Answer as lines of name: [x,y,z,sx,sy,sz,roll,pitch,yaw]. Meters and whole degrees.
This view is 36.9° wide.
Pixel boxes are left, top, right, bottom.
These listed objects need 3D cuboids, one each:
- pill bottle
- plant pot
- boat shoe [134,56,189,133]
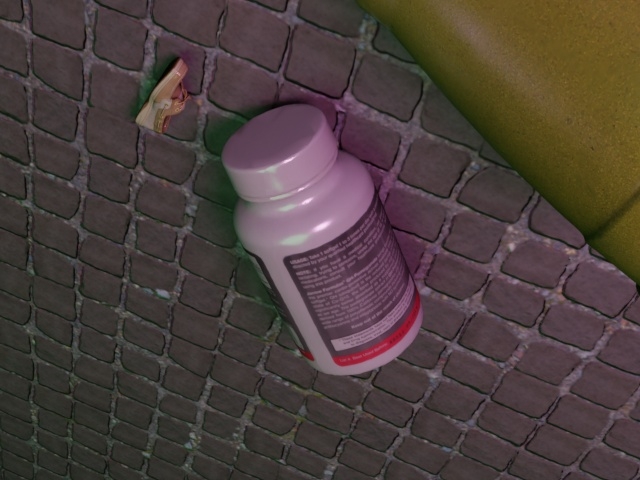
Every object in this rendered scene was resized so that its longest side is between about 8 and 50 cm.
pill bottle: [0.000,0.000,1.173,0.176,0.176,0.318,-3,130,28]
plant pot: [0.229,-0.199,0.774,0.353,0.366,0.366,36,138,6]
boat shoe: [-0.187,-0.177,1.186,0.045,0.050,0.135,33,147,-12]
